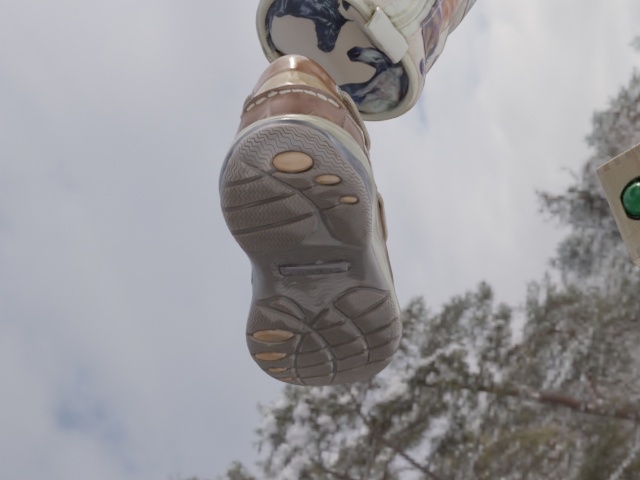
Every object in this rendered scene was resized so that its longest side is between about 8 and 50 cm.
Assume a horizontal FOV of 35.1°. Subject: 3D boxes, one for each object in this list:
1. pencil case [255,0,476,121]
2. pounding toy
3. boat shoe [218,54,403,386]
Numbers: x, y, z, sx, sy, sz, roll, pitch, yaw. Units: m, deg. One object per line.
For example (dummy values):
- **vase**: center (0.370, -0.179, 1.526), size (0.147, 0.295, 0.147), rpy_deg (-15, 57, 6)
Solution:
- **pencil case**: center (0.107, -0.279, 0.955), size (0.160, 0.184, 0.410), rpy_deg (47, -124, -14)
- **pounding toy**: center (0.337, -0.027, 0.945), size (0.141, 0.100, 0.130), rpy_deg (26, -138, -44)
- **boat shoe**: center (0.000, 0.000, 0.745), size (0.324, 0.123, 0.116), rpy_deg (88, -178, -53)
